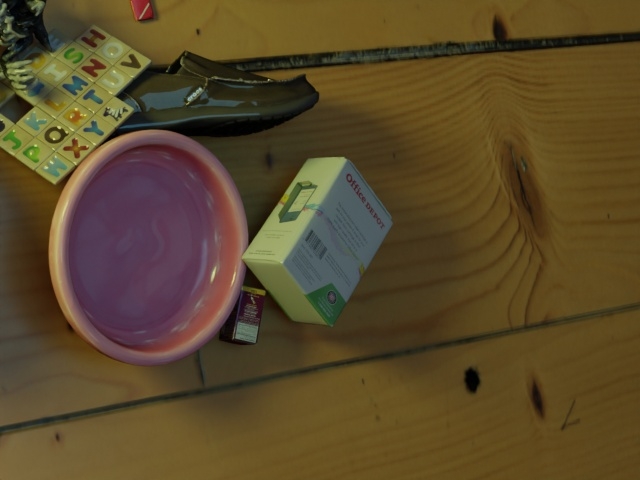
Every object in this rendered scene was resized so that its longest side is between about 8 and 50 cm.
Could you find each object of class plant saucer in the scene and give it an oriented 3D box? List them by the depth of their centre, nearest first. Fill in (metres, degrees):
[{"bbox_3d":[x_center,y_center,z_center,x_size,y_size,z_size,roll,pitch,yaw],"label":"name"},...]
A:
[{"bbox_3d":[-0.251,0.010,1.913,0.332,0.084,0.332,-3,94,-43],"label":"plant saucer"}]

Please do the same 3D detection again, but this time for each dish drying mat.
[{"bbox_3d":[-0.273,-0.372,2.025,0.032,0.008,0.083,-15,92,-26],"label":"dish drying mat"}]

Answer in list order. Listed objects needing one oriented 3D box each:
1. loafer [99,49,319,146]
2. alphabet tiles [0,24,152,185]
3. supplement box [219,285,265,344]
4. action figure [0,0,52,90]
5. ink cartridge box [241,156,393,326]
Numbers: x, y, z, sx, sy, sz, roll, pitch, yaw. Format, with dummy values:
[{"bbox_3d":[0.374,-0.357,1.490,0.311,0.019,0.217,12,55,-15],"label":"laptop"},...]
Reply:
[{"bbox_3d":[-0.172,-0.223,1.989,0.365,0.134,0.130,-8,86,-26],"label":"loafer"},{"bbox_3d":[-0.358,-0.204,1.895,0.198,0.009,0.237,33,66,22],"label":"alphabet tiles"},{"bbox_3d":[-0.117,0.113,2.025,0.043,0.055,0.083,15,79,-26],"label":"supplement box"},{"bbox_3d":[-0.449,-0.273,1.841,0.275,0.141,0.164,-43,130,-19],"label":"action figure"},{"bbox_3d":[0.000,0.000,2.041,0.154,0.093,0.212,52,58,-34],"label":"ink cartridge box"}]
